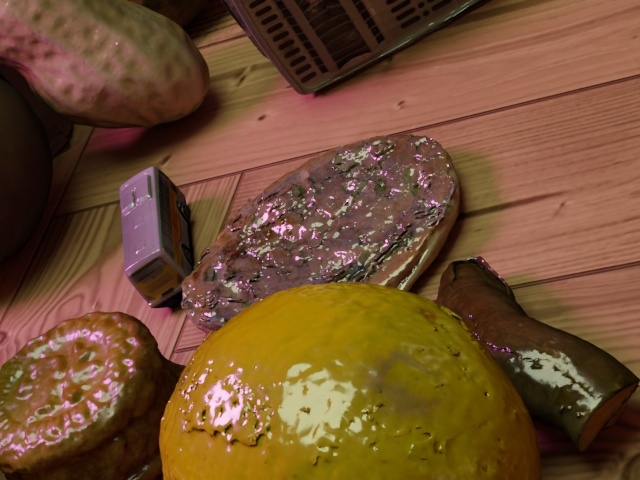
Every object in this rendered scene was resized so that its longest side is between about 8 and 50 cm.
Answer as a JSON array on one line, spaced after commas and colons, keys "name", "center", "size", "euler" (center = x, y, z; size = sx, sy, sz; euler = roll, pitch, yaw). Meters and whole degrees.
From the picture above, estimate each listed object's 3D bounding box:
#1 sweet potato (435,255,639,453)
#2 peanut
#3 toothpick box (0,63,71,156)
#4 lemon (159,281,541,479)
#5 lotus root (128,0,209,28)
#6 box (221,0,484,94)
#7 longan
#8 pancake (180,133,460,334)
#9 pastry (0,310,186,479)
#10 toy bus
[{"name": "sweet potato", "center": [0.152, 0.087, 1.525], "size": [0.112, 0.085, 0.286], "euler": [-4, 17, -16]}, {"name": "peanut", "center": [-0.270, -0.213, 2.066], "size": [0.152, 0.313, 0.152], "euler": [-57, 12, 19]}, {"name": "toothpick box", "center": [-0.373, -0.170, 2.186], "size": [0.111, 0.181, 0.111], "euler": [-24, 34, 17]}, {"name": "lemon", "center": [0.026, 0.159, 1.378], "size": [0.258, 0.258, 0.310], "euler": [-44, 36, -14]}, {"name": "lotus root", "center": [-0.214, -0.303, 2.250], "size": [0.314, 0.141, 0.169], "euler": [-31, 31, 4]}, {"name": "box", "center": [0.031, -0.302, 1.982], "size": [0.290, 0.220, 0.166], "euler": [-28, 46, 8]}, {"name": "longan", "center": [-0.411, -0.074, 2.037], "size": [0.258, 0.258, 0.258], "euler": [-22, 35, 17]}, {"name": "pancake", "center": [0.000, -0.001, 1.778], "size": [0.282, 0.049, 0.282], "euler": [-22, 35, 16]}, {"name": "pastry", "center": [-0.205, 0.151, 1.710], "size": [0.188, 0.103, 0.189], "euler": [-22, 36, 16]}, {"name": "toy bus", "center": [-0.161, -0.005, 1.898], "size": [0.057, 0.072, 0.172], "euler": [-31, 33, 12]}]
